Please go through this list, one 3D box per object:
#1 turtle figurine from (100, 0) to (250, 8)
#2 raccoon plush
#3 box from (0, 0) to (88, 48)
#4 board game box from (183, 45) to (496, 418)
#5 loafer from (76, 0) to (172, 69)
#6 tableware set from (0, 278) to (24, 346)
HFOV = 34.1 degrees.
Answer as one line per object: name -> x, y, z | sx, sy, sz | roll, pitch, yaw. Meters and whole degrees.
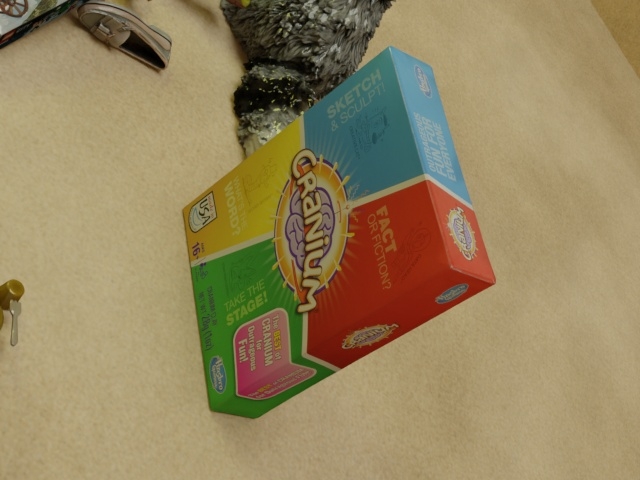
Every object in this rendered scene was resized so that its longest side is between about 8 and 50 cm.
turtle figurine -> -0.185, -0.355, 1.276 | 0.217, 0.087, 0.269 | 15, 63, -24
raccoon plush -> 0.053, -0.294, 1.327 | 0.216, 0.299, 0.446 | 21, 48, -40
box -> -0.306, -0.311, 1.087 | 0.159, 0.044, 0.233 | 51, 48, -7
board game box -> 0.000, 0.000, 1.009 | 0.064, 0.316, 0.242 | 18, 49, -42
loafer -> -0.218, -0.231, 1.177 | 0.125, 0.045, 0.039 | 19, 55, -45
tableware set -> -0.318, 0.030, 0.863 | 0.154, 0.024, 0.104 | 25, 42, -35
